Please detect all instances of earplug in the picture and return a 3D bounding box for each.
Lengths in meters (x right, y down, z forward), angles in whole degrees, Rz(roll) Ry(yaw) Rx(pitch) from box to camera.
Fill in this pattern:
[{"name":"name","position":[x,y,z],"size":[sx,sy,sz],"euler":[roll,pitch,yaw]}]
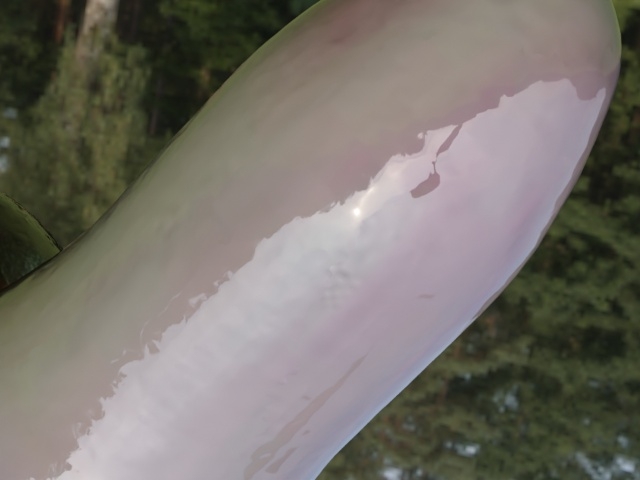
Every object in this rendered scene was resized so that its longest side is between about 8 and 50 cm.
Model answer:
[{"name":"earplug","position":[0.000,0.000,0.533],"size":[0.172,0.301,0.172],"euler":[32,-148,-23]}]

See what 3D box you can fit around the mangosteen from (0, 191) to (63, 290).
[{"name":"mangosteen","position":[-0.288,0.079,0.874],"size":[0.288,0.288,0.288],"euler":[10,-167,-2]}]
